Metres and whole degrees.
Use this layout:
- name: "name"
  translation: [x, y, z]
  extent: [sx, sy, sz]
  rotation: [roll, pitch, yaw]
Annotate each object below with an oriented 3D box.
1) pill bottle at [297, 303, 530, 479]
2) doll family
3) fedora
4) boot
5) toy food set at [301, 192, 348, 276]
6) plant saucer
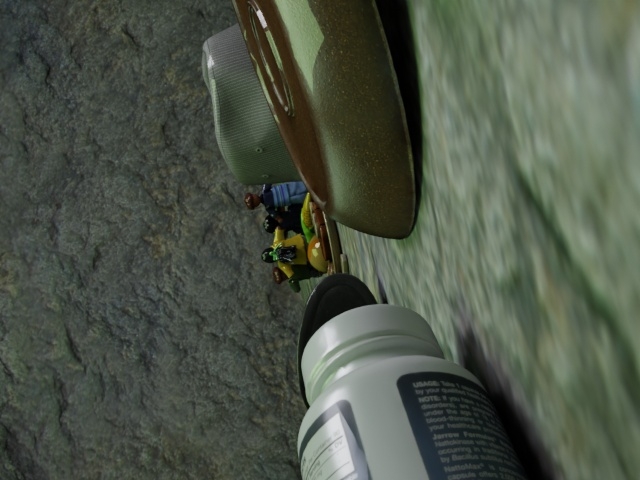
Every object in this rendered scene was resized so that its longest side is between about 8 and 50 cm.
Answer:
- name: "pill bottle"
  translation: [0.046, 0.121, 0.370]
  extent: [0.180, 0.107, 0.108]
  rotation: [-107, 7, -50]
- name: "doll family"
  translation: [-0.051, -0.015, 1.151]
  extent: [0.076, 0.111, 0.193]
  rotation: [125, 133, -84]
- name: "fedora"
  translation: [-0.063, -0.160, 0.836]
  extent: [0.275, 0.124, 0.244]
  rotation: [87, 169, -65]
- name: "boot"
  translation: [0.038, 0.127, 0.826]
  extent: [0.280, 0.096, 0.264]
  rotation: [-91, -17, -75]
- name: "toy food set"
  translation: [0.000, 0.000, 1.020]
  extent: [0.132, 0.038, 0.192]
  rotation: [83, 173, -47]
- name: "plant saucer"
  translation: [-0.017, -0.138, 0.536]
  extent: [0.310, 0.050, 0.311]
  rotation: [158, 90, -85]
